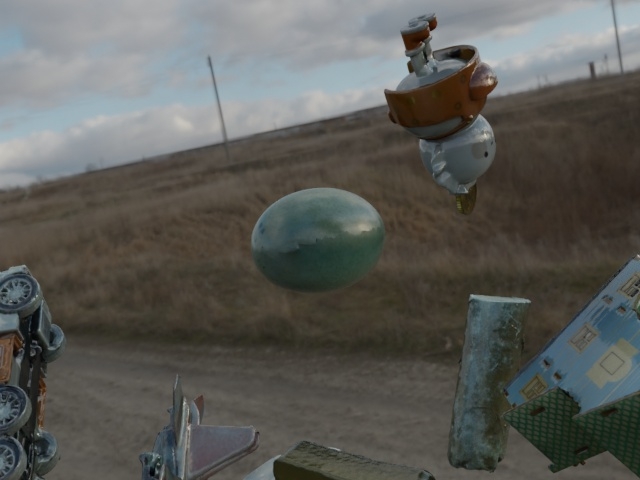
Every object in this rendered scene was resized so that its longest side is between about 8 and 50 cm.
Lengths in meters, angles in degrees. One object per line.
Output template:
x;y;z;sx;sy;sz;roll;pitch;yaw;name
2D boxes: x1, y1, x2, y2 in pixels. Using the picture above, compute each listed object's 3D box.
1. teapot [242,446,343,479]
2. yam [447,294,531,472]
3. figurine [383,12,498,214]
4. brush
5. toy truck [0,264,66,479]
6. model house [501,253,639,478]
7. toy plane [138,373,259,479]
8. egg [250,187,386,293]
-0.065;0.464;1.353;0.299;0.166;0.208;-35;-28;17;teapot
0.246;0.207;1.135;0.093;0.259;0.093;10;-4;1;yam
0.158;-0.155;0.998;0.143;0.271;0.143;-6;35;4;figurine
0.044;0.308;0.886;0.197;0.123;0.059;5;23;32;brush
-0.488;0.231;1.081;0.206;0.173;0.388;-6;52;-5;toy truck
0.346;0.163;0.815;0.271;0.178;0.206;-45;9;6;model house
-0.130;0.281;0.622;0.104;0.326;0.223;11;-18;3;toy plane
0.000;0.000;1.233;0.236;0.169;0.169;-11;6;-29;egg
